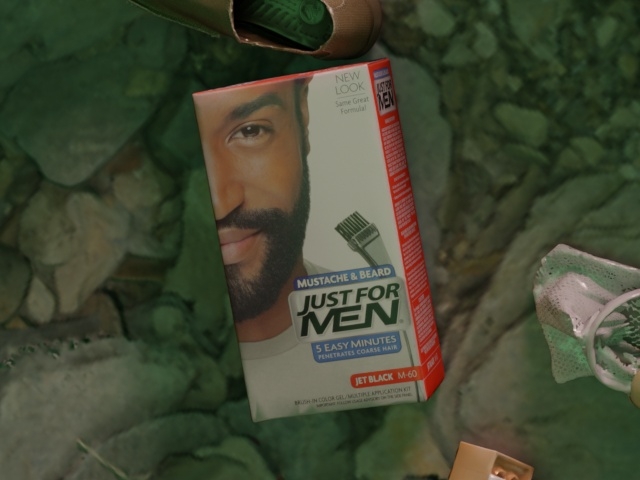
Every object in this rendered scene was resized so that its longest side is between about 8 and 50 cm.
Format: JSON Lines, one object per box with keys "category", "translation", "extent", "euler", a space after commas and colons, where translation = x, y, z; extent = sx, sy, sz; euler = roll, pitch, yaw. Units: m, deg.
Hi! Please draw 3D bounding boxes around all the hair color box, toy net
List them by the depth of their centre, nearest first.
{"category": "toy net", "translation": [0.193, 0.087, 0.825], "extent": [0.232, 0.045, 0.122], "euler": [48, 118, 4]}
{"category": "hair color box", "translation": [0.000, 0.000, 0.863], "extent": [0.093, 0.053, 0.167], "euler": [-9, 96, 16]}

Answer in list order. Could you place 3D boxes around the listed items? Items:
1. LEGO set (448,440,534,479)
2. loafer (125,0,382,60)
{"category": "LEGO set", "translation": [0.057, 0.247, 0.886], "extent": [0.132, 0.107, 0.287], "euler": [-12, 92, -20]}
{"category": "loafer", "translation": [-0.043, -0.127, 0.853], "extent": [0.148, 0.050, 0.056], "euler": [15, 102, 10]}
